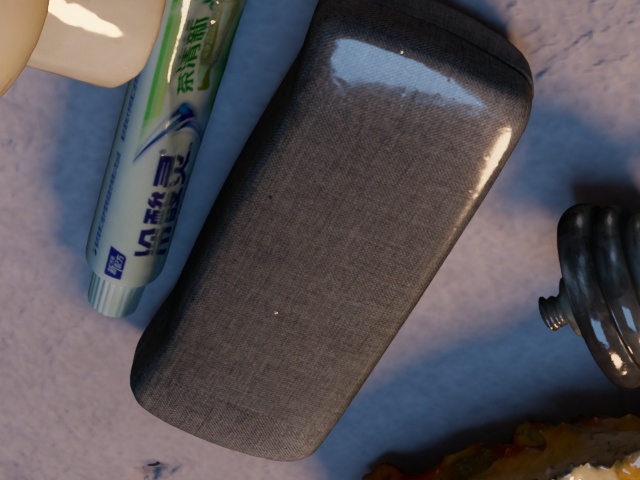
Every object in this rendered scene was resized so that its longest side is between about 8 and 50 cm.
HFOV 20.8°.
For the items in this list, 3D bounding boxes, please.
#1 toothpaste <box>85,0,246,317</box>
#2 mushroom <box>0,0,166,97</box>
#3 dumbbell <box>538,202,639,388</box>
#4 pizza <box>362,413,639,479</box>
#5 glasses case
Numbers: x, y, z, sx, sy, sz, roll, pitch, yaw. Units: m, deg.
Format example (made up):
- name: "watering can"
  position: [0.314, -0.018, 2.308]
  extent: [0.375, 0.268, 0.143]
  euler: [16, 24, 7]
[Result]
- name: "toothpaste"
  position: [-0.086, -0.070, 0.977]
  extent: [0.074, 0.048, 0.297]
  euler: [-19, 144, -39]
- name: "mushroom"
  position: [-0.212, -0.175, 0.743]
  extent: [0.353, 0.353, 0.325]
  euler: [19, 145, -9]
- name: "dumbbell"
  position: [0.240, 0.005, 0.963]
  extent: [0.254, 0.110, 0.110]
  euler: [-19, 125, 22]
- name: "pizza"
  position: [0.267, 0.184, 1.102]
  extent: [0.440, 0.130, 0.406]
  euler: [28, 127, -3]
- name: "glasses case"
  position: [0.000, 0.000, 1.011]
  extent: [0.131, 0.074, 0.323]
  euler: [21, 128, -12]
